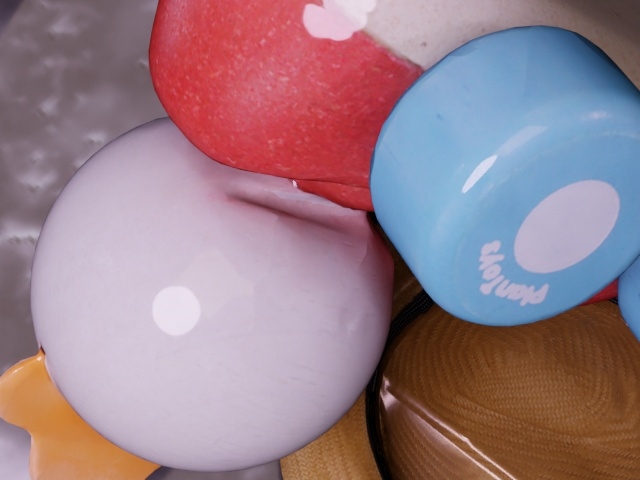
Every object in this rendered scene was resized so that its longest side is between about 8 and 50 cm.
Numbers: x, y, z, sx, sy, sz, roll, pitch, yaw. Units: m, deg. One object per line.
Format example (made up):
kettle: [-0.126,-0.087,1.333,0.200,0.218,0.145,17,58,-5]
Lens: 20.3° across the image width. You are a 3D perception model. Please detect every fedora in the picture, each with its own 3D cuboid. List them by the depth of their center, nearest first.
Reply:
fedora: [0.080,0.074,0.646,0.194,0.079,0.194,-1,76,5]

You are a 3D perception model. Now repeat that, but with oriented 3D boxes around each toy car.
toy car: [0.000,0.000,0.564,0.238,0.210,0.219,-50,48,20]
